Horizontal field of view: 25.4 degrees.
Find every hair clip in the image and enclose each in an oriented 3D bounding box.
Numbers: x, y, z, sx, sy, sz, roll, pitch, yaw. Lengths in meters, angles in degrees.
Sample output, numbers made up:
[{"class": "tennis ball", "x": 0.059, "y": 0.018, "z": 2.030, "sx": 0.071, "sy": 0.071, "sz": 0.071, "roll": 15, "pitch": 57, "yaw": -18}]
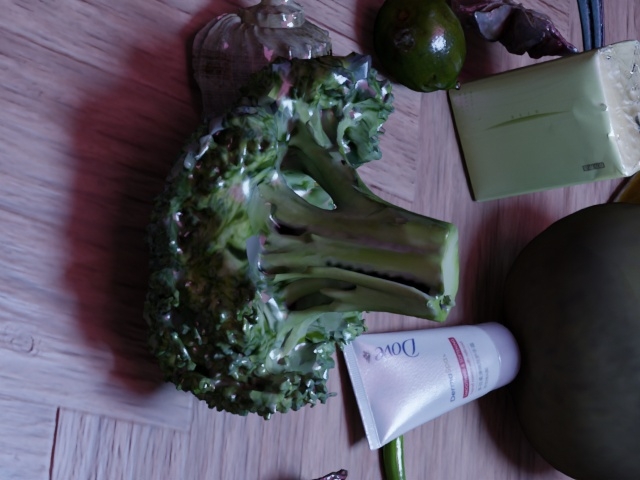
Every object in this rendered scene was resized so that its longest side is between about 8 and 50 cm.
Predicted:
[{"class": "hair clip", "x": 0.394, "y": -0.351, "z": 2.081, "sx": 0.083, "sy": 0.048, "sz": 0.275, "roll": -15, "pitch": 95, "yaw": -53}]

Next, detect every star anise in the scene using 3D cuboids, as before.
[{"class": "star anise", "x": 0.237, "y": -0.279, "z": 1.828, "sx": 0.065, "sy": 0.195, "sz": 0.182, "roll": -60, "pitch": 168, "yaw": 18}]

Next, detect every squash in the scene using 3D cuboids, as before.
[{"class": "squash", "x": 0.087, "y": 0.261, "z": 1.639, "sx": 0.027, "sy": 0.027, "sz": 0.089, "roll": 1, "pitch": 82, "yaw": -48}]

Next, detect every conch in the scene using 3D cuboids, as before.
[{"class": "conch", "x": -0.066, "y": -0.172, "z": 1.510, "sx": 0.155, "sy": 0.130, "sz": 0.207, "roll": 8, "pitch": 101, "yaw": -14}]

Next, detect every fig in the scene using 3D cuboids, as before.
[{"class": "fig", "x": 0.129, "y": -0.223, "z": 1.727, "sx": 0.177, "sy": 0.117, "sz": 0.117, "roll": 60, "pitch": 41, "yaw": -54}]

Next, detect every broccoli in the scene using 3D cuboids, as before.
[{"class": "broccoli", "x": -0.011, "y": 0.002, "z": 1.398, "sx": 0.249, "sy": 0.302, "sz": 0.375, "roll": 97, "pitch": 11, "yaw": -74}]

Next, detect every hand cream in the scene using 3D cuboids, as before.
[{"class": "hand cream", "x": 0.127, "y": 0.152, "z": 1.673, "sx": 0.248, "sy": 0.083, "sz": 0.133, "roll": -12, "pitch": 81, "yaw": -42}]

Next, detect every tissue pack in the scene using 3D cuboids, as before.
[{"class": "tissue pack", "x": 0.296, "y": -0.149, "z": 1.790, "sx": 0.125, "sy": 0.234, "sz": 0.159, "roll": -21, "pitch": 99, "yaw": -48}]

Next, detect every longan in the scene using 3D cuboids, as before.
[{"class": "longan", "x": 0.384, "y": 0.132, "z": 1.789, "sx": 0.361, "sy": 0.361, "sz": 0.361, "roll": 11, "pitch": 75, "yaw": -47}]

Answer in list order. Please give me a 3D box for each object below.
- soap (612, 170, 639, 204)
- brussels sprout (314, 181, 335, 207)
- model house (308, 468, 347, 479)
[{"class": "soap", "x": 0.498, "y": -0.009, "z": 2.111, "sx": 0.257, "sy": 0.080, "sz": 0.160, "roll": -48, "pitch": 118, "yaw": -42}, {"class": "brussels sprout", "x": -0.019, "y": -0.056, "z": 1.568, "sx": 0.083, "sy": 0.046, "sz": 0.051, "roll": 32, "pitch": 56, "yaw": -52}, {"class": "model house", "x": 0.033, "y": 0.337, "z": 1.482, "sx": 0.164, "sy": 0.141, "sz": 0.203, "roll": -47, "pitch": 116, "yaw": -30}]
